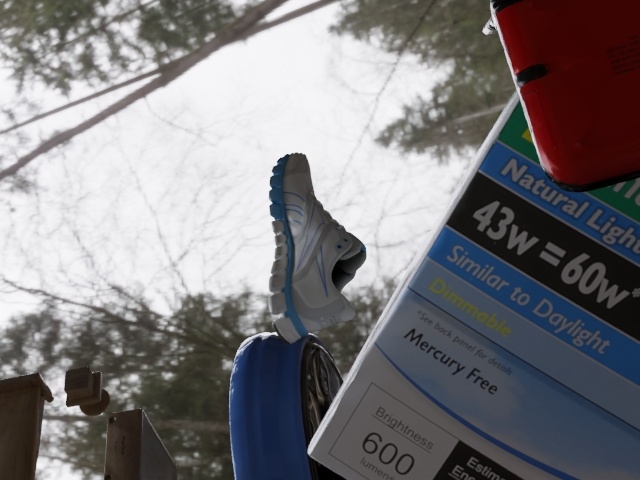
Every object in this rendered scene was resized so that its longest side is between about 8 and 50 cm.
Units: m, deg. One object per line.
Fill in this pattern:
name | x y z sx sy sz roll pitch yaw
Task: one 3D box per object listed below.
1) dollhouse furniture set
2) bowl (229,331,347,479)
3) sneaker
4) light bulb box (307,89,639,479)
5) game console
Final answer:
dollhouse furniture set | -0.380 0.349 1.261 0.174 0.355 0.303 75 -174 -49
bowl | 0.001 0.290 1.102 0.391 0.077 0.391 -15 -90 -81
sneaker | 0.000 0.000 0.868 0.071 0.083 0.190 58 -156 -56
light bulb box | 0.245 0.065 0.696 0.358 0.361 0.225 30 -159 7
game console | 0.143 -0.075 0.369 0.085 0.144 0.124 56 -159 -64
